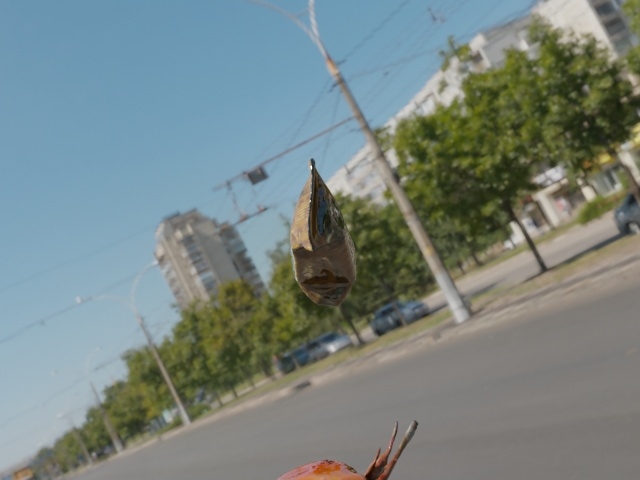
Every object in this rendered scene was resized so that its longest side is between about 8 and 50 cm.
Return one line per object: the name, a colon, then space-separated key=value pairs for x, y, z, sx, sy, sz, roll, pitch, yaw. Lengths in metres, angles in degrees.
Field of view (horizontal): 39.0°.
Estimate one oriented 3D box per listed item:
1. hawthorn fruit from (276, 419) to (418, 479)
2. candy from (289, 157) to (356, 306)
hawthorn fruit: x=0.010 y=0.293 z=0.812 sx=0.299 sy=0.211 sz=0.211 roll=-58 pitch=-6 yaw=-3
candy: x=0.000 y=0.000 z=1.397 sx=0.101 sy=0.143 sz=0.271 roll=-5 pitch=-30 yaw=3
